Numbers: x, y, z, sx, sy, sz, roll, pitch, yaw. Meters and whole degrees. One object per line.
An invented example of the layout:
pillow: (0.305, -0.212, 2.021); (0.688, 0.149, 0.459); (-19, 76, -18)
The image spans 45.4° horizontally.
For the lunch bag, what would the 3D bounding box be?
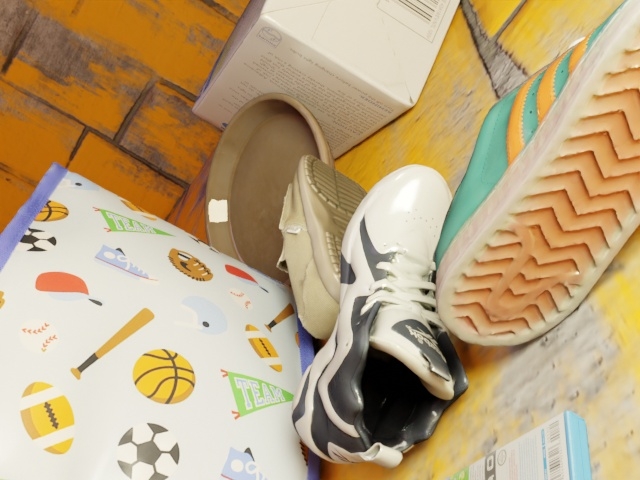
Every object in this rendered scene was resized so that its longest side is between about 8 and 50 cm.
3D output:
lunch bag: (-0.182, 0.145, 0.688); (0.238, 0.328, 0.385); (-58, 18, 17)

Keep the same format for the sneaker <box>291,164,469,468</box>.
sneaker: (0.062, 0.051, 0.538); (0.234, 0.094, 0.153); (-63, 17, -11)

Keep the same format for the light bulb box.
light bulb box: (0.020, -0.327, 1.118); (0.357, 0.225, 0.361); (-65, 16, -19)

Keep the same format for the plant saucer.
plant saucer: (-0.069, -0.057, 1.025); (0.278, 0.041, 0.277); (-8, 80, 49)

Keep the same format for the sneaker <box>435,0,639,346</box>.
sneaker: (0.160, -0.077, 0.437); (0.302, 0.108, 0.121); (-52, 21, 30)

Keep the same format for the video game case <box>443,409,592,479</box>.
video game case: (0.079, 0.175, 0.404); (0.166, 0.015, 0.119); (-46, 21, 39)

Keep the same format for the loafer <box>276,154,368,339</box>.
loafer: (0.000, 0.000, 0.796); (0.092, 0.102, 0.268); (-51, 22, 23)
